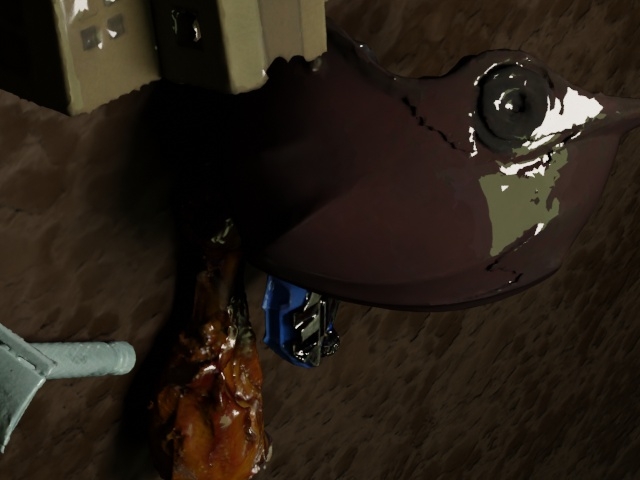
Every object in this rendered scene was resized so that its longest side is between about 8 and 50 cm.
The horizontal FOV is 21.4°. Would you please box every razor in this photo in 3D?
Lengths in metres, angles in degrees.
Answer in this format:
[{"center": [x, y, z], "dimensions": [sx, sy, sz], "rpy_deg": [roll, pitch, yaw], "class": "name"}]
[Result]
[{"center": [-0.184, 0.078, 1.131], "dimensions": [0.068, 0.106, 0.232], "rpy_deg": [-58, 163, 9], "class": "razor"}]

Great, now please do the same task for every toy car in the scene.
[{"center": [0.000, 0.000, 1.283], "dimensions": [0.216, 0.063, 0.103], "rpy_deg": [-70, 165, -48], "class": "toy car"}]

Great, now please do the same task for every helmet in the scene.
[{"center": [0.067, -0.039, 1.113], "dimensions": [0.225, 0.305, 0.177], "rpy_deg": [63, 40, -88], "class": "helmet"}]

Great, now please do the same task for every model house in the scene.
[{"center": [-0.089, -0.212, 0.844], "dimensions": [0.211, 0.204, 0.243], "rpy_deg": [-31, 128, -36], "class": "model house"}]

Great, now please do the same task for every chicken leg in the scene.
[{"center": [-0.078, 0.066, 1.272], "dimensions": [0.113, 0.093, 0.304], "rpy_deg": [-48, 149, -54], "class": "chicken leg"}]
